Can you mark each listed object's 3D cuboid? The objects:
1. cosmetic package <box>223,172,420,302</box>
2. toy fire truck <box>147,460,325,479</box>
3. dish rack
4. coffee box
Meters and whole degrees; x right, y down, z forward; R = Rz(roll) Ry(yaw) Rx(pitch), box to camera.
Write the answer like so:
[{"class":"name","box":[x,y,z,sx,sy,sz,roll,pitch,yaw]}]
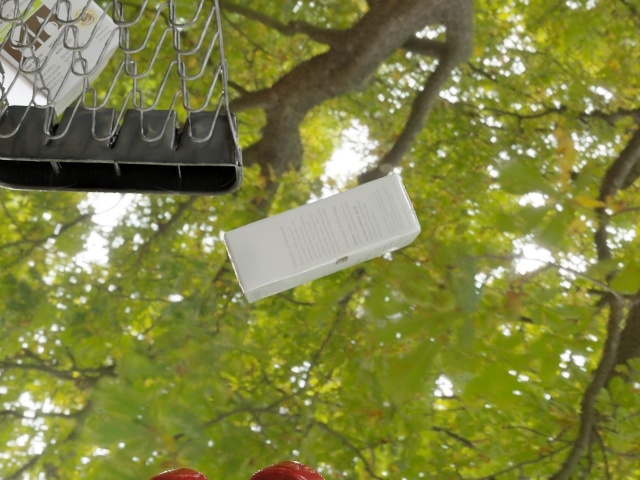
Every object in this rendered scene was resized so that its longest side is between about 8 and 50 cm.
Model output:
[{"class":"cosmetic package","box":[0.000,0.000,1.014,0.231,0.117,0.086,-21,-99,-5]},{"class":"toy fire truck","box":[-0.101,0.351,0.736,0.302,0.169,0.254,-10,-94,23]},{"class":"dish rack","box":[-0.162,-0.145,0.556,0.208,0.272,0.074,1,-127,0]},{"class":"coffee box","box":[-0.311,-0.225,0.720,0.098,0.246,0.141,-52,-163,-20]}]
